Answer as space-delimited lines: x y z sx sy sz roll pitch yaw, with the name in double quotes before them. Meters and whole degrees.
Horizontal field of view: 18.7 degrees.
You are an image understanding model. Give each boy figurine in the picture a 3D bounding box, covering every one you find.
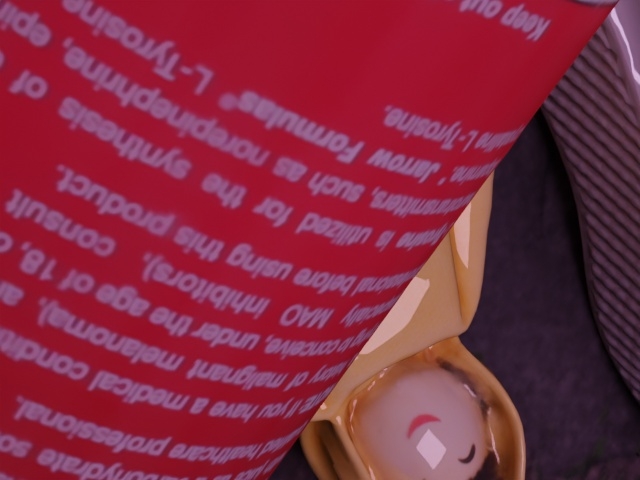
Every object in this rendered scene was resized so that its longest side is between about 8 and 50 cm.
"boy figurine" 0.000 0.000 0.731 0.177 0.092 0.285 -27 113 -27

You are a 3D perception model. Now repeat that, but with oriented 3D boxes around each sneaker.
"sneaker" 0.191 -0.036 0.838 0.161 0.102 0.282 -32 118 -25

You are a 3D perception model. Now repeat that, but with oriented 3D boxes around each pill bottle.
"pill bottle" -0.077 -0.039 0.536 0.229 0.229 0.407 22 112 -35
